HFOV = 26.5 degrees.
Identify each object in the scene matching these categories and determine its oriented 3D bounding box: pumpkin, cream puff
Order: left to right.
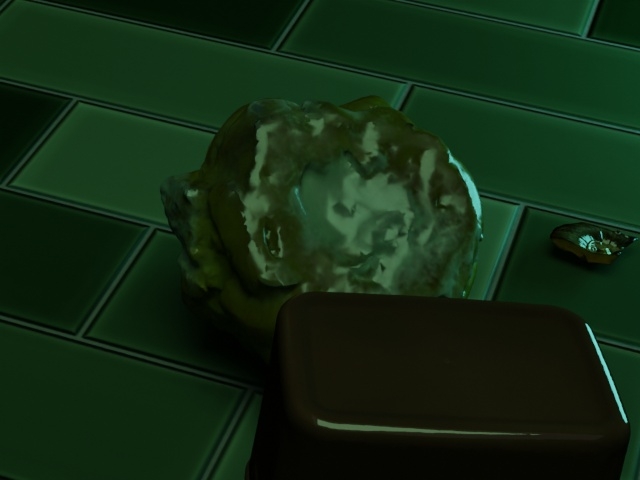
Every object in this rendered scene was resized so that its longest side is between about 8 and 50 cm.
[{"bbox_3d":[0.000,0.000,1.592,0.378,0.275,0.378,5,68,-13],"label":"cream puff"},{"bbox_3d":[0.350,0.006,1.754,0.101,0.035,0.073,17,31,21],"label":"pumpkin"}]

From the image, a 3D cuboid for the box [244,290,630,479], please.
[{"bbox_3d":[0.108,0.204,1.325,0.339,0.229,0.239,4,32,-8],"label":"box"}]
